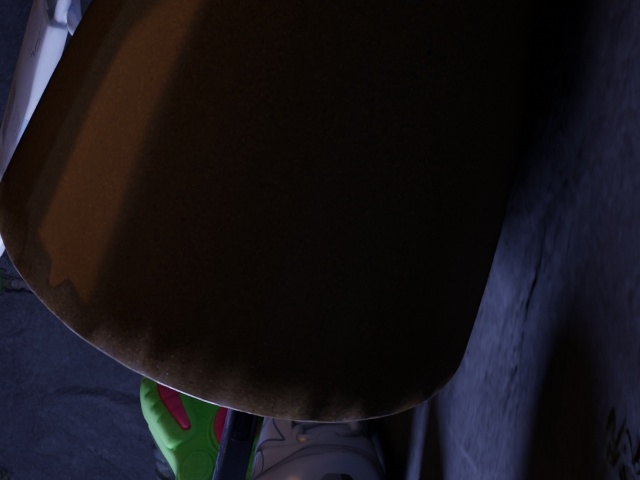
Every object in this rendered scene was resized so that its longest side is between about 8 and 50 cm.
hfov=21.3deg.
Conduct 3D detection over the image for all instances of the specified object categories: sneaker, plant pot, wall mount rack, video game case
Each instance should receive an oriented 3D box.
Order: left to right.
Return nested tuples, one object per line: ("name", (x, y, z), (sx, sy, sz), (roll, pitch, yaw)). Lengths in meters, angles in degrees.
("wall mount rack", (-0.186, -0.097, 1.420), (0.304, 0.130, 0.350), (-105, 30, -52))
("sneaker", (-0.085, 0.300, 1.724), (0.483, 0.185, 0.202), (-94, -11, -56))
("video game case", (-0.053, 0.094, 1.380), (0.196, 0.026, 0.274), (132, 149, -85))
("sneaker", (-0.010, 0.154, 1.220), (0.297, 0.111, 0.129), (144, 131, -81))
("plant pot", (0.000, -0.091, 0.755), (0.237, 0.237, 0.254), (-99, 26, -55))
